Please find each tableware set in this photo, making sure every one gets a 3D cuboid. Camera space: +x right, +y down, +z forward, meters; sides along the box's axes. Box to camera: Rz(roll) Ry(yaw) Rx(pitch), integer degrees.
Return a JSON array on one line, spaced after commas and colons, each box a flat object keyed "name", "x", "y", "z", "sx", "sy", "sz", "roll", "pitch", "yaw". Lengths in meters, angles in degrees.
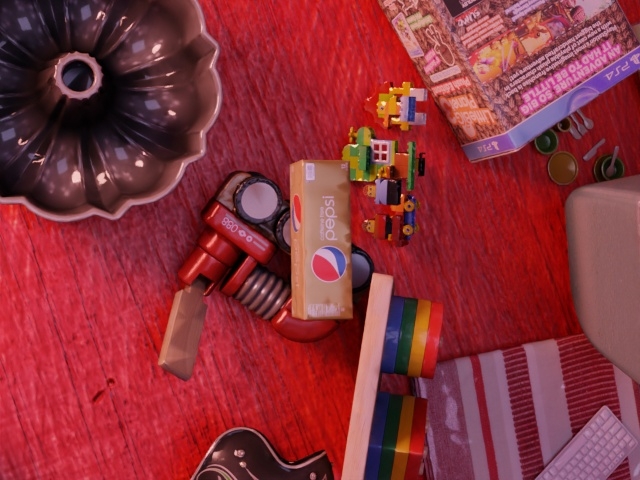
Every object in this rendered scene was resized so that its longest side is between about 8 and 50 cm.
[{"name": "tableware set", "x": 0.368, "y": -0.109, "z": 1.435, "sx": 0.104, "sy": 0.024, "sz": 0.154, "roll": -40, "pitch": 100, "yaw": -13}]

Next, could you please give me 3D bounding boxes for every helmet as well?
[{"name": "helmet", "x": -0.069, "y": 0.302, "z": 1.225, "sx": 0.161, "sy": 0.169, "sz": 0.169, "roll": 33, "pitch": 79, "yaw": 3}]

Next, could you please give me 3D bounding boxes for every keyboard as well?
[{"name": "keyboard", "x": 0.320, "y": 0.333, "z": 1.374, "sx": 0.256, "sy": 0.014, "sz": 0.072, "roll": -42, "pitch": 99, "yaw": -15}]

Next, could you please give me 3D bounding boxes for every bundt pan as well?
[{"name": "bundt pan", "x": -0.285, "y": -0.181, "z": 1.196, "sx": 0.331, "sy": 0.124, "sz": 0.330, "roll": 0, "pitch": 89, "yaw": -17}]

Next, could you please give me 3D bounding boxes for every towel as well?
[{"name": "towel", "x": 0.289, "y": 0.257, "z": 1.395, "sx": 0.329, "sy": 0.037, "sz": 0.237, "roll": -9, "pitch": 90, "yaw": -17}]

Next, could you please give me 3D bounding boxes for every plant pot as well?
[{"name": "plant pot", "x": 0.444, "y": 0.018, "z": 1.324, "sx": 0.248, "sy": 0.252, "sz": 0.247, "roll": -12, "pitch": 105, "yaw": -17}]

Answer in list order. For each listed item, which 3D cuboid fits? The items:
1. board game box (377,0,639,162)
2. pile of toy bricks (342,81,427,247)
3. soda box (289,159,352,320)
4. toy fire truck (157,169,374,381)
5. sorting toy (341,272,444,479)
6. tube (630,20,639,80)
[{"name": "board game box", "x": 0.241, "y": -0.288, "z": 1.342, "sx": 0.232, "sy": 0.141, "sz": 0.291, "roll": -32, "pitch": 97, "yaw": -15}, {"name": "pile of toy bricks", "x": 0.069, "y": -0.098, "z": 1.320, "sx": 0.105, "sy": 0.118, "sz": 0.212, "roll": 5, "pitch": 99, "yaw": 22}, {"name": "soda box", "x": 0.000, "y": 0.000, "z": 1.175, "sx": 0.058, "sy": 0.061, "sz": 0.181, "roll": 0, "pitch": 89, "yaw": -16}, {"name": "toy fire truck", "x": -0.080, "y": 0.066, "z": 1.246, "sx": 0.217, "sy": 0.158, "sz": 0.246, "roll": 37, "pitch": 91, "yaw": -12}, {"name": "sorting toy", "x": 0.089, "y": 0.178, "z": 1.216, "sx": 0.089, "sy": 0.255, "sz": 0.257, "roll": 9, "pitch": 86, "yaw": 5}, {"name": "tube", "x": 0.495, "y": -0.199, "z": 1.462, "sx": 0.070, "sy": 0.062, "sz": 0.240, "roll": -16, "pitch": 100, "yaw": 27}]
